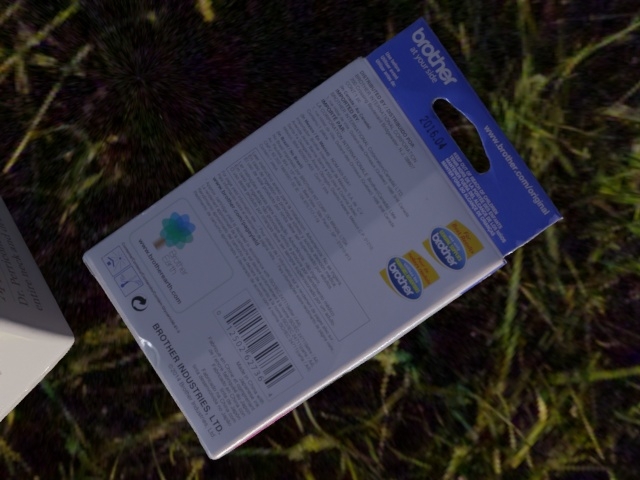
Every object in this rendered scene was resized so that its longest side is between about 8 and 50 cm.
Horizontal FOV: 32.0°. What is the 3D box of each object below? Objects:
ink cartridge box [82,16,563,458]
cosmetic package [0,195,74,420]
[{"bbox_3d":[0.000,0.000,0.829,0.311,0.065,0.186,-35,80,10],"label":"ink cartridge box"},{"bbox_3d":[-0.491,0.033,0.901,0.327,0.329,0.393,-45,144,12],"label":"cosmetic package"}]
